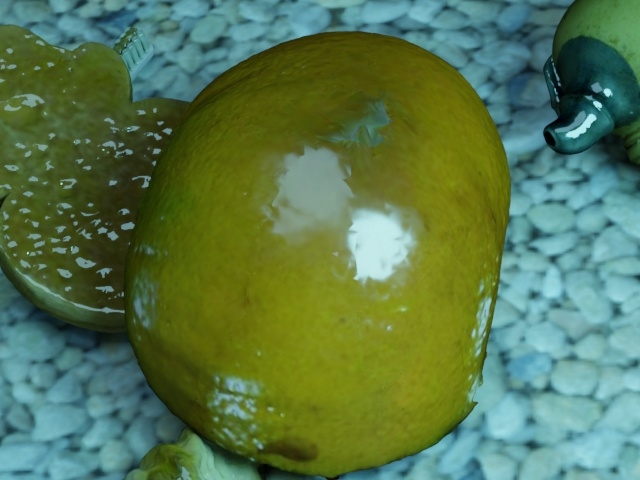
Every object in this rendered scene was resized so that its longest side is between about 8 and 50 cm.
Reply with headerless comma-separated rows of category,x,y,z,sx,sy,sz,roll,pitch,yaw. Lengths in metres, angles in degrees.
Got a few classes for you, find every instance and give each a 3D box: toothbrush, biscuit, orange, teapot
toothbrush,-0.220,-0.036,1.452,0.025,0.030,0.342,17,57,28
biscuit,-0.086,0.194,1.216,0.118,0.061,0.183,-13,50,3
biscuit,-0.171,-0.047,1.416,0.288,0.044,0.202,35,62,20
orange,0.003,0.001,1.312,0.274,0.274,0.310,15,82,22
teapot,0.266,-0.112,1.351,0.269,0.173,0.183,-10,81,-25
